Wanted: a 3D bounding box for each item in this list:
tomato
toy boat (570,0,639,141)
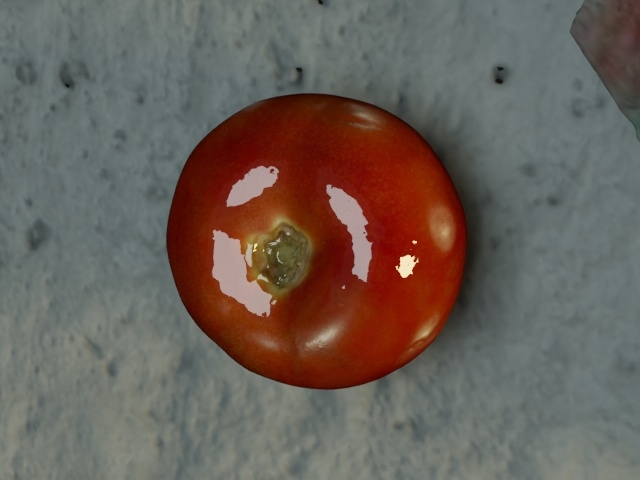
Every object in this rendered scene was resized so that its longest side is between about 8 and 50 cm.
[{"bbox_3d":[0.000,0.000,1.024,0.195,0.136,0.195,3,97,25],"label":"tomato"},{"bbox_3d":[0.289,-0.106,0.904,0.282,0.096,0.206,32,113,9],"label":"toy boat"}]
